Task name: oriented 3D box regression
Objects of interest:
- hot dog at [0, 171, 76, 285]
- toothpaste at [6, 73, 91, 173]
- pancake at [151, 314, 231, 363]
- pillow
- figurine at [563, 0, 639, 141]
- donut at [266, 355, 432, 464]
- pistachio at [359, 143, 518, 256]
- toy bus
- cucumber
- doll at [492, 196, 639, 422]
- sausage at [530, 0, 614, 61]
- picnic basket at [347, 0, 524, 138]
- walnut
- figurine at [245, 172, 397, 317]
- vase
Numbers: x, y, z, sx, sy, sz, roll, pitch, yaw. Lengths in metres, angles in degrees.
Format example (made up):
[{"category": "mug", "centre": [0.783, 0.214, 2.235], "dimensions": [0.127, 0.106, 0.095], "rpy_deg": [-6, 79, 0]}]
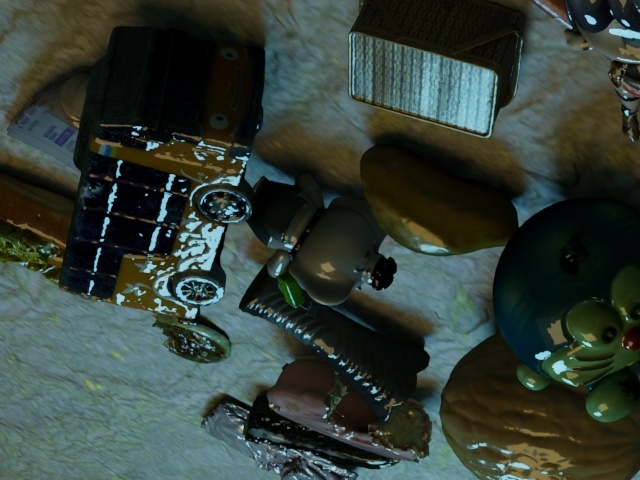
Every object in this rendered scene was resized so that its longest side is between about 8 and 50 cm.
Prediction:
[{"category": "hot dog", "centre": [-0.374, -0.008, 2.162], "dimensions": [0.337, 0.100, 0.135], "rpy_deg": [22, 151, 2]}, {"category": "toothpaste", "centre": [-0.291, -0.142, 1.937], "dimensions": [0.099, 0.068, 0.282], "rpy_deg": [56, 152, -2]}, {"category": "pancake", "centre": [-0.182, 0.141, 2.353], "dimensions": [0.116, 0.022, 0.129], "rpy_deg": [9, 152, 24]}, {"category": "pillow", "centre": [-0.070, 0.331, 2.558], "dimensions": [0.248, 0.049, 0.135], "rpy_deg": [32, 154, -9]}, {"category": "figurine", "centre": [0.270, -0.195, 1.317], "dimensions": [0.175, 0.197, 0.265], "rpy_deg": [10, 168, 21]}, {"category": "donut", "centre": [0.036, 0.227, 2.250], "dimensions": [0.233, 0.085, 0.199], "rpy_deg": [28, 165, -27]}, {"category": "pistachio", "centre": [0.120, -0.030, 1.777], "dimensions": [0.189, 0.110, 0.100], "rpy_deg": [27, 119, -6]}, {"category": "toy bus", "centre": [-0.172, -0.069, 1.788], "dimensions": [0.194, 0.162, 0.323], "rpy_deg": [12, 140, -8]}, {"category": "cucumber", "centre": [0.001, 0.282, 2.402], "dimensions": [0.265, 0.077, 0.077], "rpy_deg": [11, 148, 20]}, {"category": "doll", "centre": [0.285, 0.069, 1.741], "dimensions": [0.186, 0.198, 0.322], "rpy_deg": [51, 174, 27]}, {"category": "sausage", "centre": [0.260, -0.185, 1.500], "dimensions": [0.223, 0.029, 0.029], "rpy_deg": [33, 149, -16]}, {"category": "picnic basket", "centre": [0.108, -0.175, 1.571], "dimensions": [0.164, 0.079, 0.115], "rpy_deg": [17, 150, 11]}, {"category": "walnut", "centre": [0.266, 0.209, 1.966], "dimensions": [0.261, 0.225, 0.225], "rpy_deg": [12, 149, 22]}, {"category": "figurine", "centre": [0.000, 0.000, 1.890], "dimensions": [0.192, 0.147, 0.126], "rpy_deg": [31, 167, 12]}, {"category": "vase", "centre": [0.014, 0.120, 2.106], "dimensions": [0.237, 0.115, 0.115], "rpy_deg": [36, 149, -11]}]
